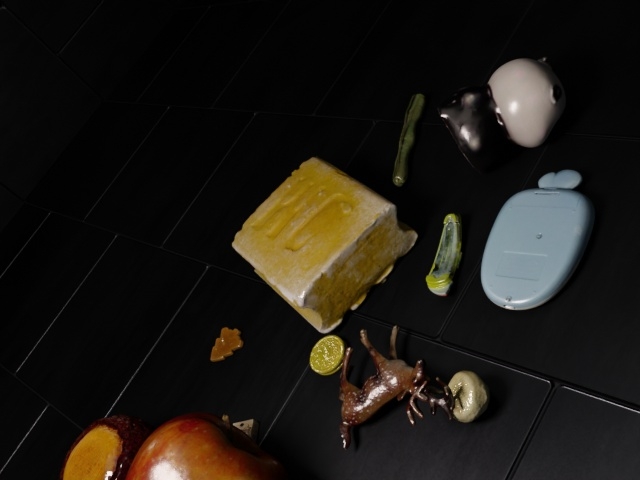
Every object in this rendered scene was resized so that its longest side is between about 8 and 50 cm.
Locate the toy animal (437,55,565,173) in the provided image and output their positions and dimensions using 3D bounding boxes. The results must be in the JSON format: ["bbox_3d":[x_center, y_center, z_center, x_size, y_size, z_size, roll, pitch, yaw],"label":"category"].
[{"bbox_3d":[0.376,-0.261,1.560,0.235,0.165,0.187,-27,43,17],"label":"toy animal"}]

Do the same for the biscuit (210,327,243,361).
[{"bbox_3d":[-0.212,0.237,1.737,0.082,0.016,0.092,29,77,45],"label":"biscuit"}]

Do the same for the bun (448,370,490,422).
[{"bbox_3d":[0.248,0.260,1.278,0.086,0.054,0.086,-45,35,46],"label":"bun"}]

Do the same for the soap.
[{"bbox_3d":[0.000,0.000,1.664,0.293,0.156,0.335,-43,39,-6],"label":"soap"}]

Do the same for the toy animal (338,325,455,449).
[{"bbox_3d":[0.123,0.262,1.361,0.244,0.087,0.260,-55,30,27],"label":"toy animal"}]

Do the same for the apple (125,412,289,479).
[{"bbox_3d":[-0.201,0.458,1.322,0.288,0.288,0.317,15,76,47],"label":"apple"}]

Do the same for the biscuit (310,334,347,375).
[{"bbox_3d":[0.016,0.229,1.538,0.084,0.023,0.084,-24,44,25],"label":"biscuit"}]

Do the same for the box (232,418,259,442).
[{"bbox_3d":[-0.154,0.400,1.530,0.053,0.024,0.083,-19,46,28],"label":"box"}]

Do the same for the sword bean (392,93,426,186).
[{"bbox_3d":[0.203,-0.232,1.788,0.043,0.038,0.269,-37,31,51],"label":"sword bean"}]

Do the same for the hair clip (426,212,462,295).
[{"bbox_3d":[0.245,0.029,1.512,0.060,0.033,0.189,-8,53,40],"label":"hair clip"}]

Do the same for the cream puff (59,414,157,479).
[{"bbox_3d":[-0.413,0.477,1.573,0.239,0.165,0.239,-25,45,27],"label":"cream puff"}]

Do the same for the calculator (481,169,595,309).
[{"bbox_3d":[0.395,-0.008,1.407,0.188,0.042,0.303,4,61,44],"label":"calculator"}]
